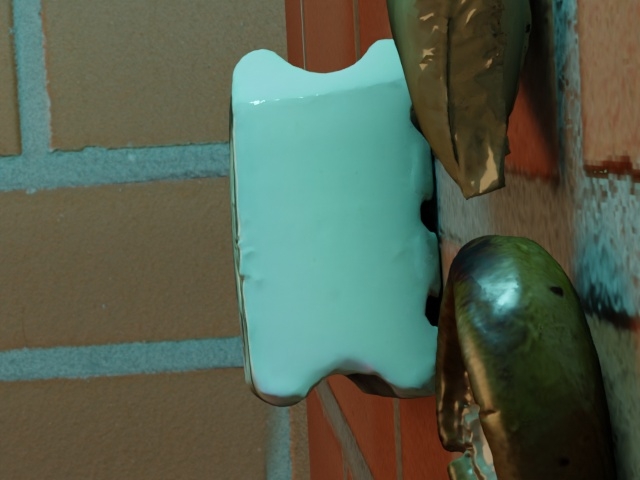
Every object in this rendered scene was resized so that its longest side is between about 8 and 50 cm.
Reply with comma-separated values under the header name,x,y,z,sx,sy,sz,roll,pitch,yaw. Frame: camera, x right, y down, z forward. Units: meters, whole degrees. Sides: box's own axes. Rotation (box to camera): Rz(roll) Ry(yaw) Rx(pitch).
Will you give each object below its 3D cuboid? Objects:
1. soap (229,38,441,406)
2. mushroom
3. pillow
name,x,y,z,sx,sy,sz,roll,pitch,yaw
soap,0.000,0.000,1.130,0.347,0.115,0.208,126,141,-85
mushroom,0.069,0.058,0.579,0.123,0.052,0.123,169,90,-87
pillow,0.052,-0.111,0.684,0.208,0.053,0.119,-93,4,-61
